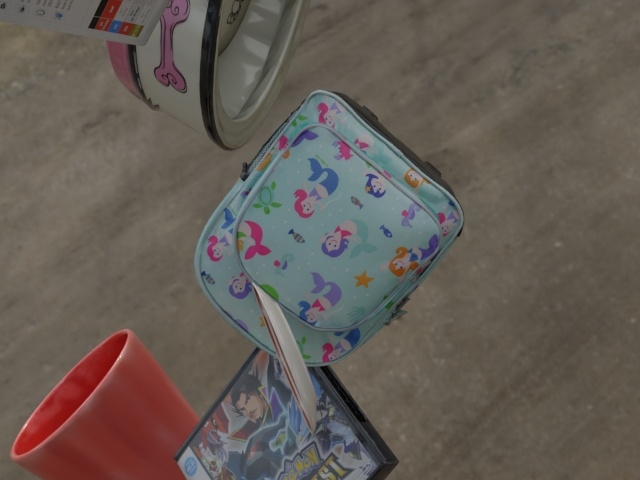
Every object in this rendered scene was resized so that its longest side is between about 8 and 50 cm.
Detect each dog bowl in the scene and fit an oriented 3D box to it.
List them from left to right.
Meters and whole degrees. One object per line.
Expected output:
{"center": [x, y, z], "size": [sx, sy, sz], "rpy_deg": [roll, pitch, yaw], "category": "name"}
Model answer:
{"center": [-0.120, -0.323, 1.266], "size": [0.150, 0.408, 0.408], "rpy_deg": [17, 47, 8], "category": "dog bowl"}

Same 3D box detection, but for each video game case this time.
{"center": [-0.055, 0.278, 1.343], "size": [0.275, 0.035, 0.248], "rpy_deg": [-54, 54, 22], "category": "video game case"}

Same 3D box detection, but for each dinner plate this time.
{"center": [-0.028, 0.100, 0.920], "size": [0.017, 0.141, 0.141], "rpy_deg": [-23, 37, -8], "category": "dinner plate"}

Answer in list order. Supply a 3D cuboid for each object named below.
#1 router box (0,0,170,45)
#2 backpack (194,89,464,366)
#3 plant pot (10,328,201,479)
{"center": [-0.227, -0.295, 0.805], "size": [0.301, 0.335, 0.082], "rpy_deg": [6, 63, -27], "category": "router box"}
{"center": [0.000, 0.000, 1.086], "size": [0.253, 0.225, 0.191], "rpy_deg": [-48, 3, 12], "category": "backpack"}
{"center": [-0.312, 0.319, 1.695], "size": [0.275, 0.243, 0.275], "rpy_deg": [-41, 15, 14], "category": "plant pot"}
